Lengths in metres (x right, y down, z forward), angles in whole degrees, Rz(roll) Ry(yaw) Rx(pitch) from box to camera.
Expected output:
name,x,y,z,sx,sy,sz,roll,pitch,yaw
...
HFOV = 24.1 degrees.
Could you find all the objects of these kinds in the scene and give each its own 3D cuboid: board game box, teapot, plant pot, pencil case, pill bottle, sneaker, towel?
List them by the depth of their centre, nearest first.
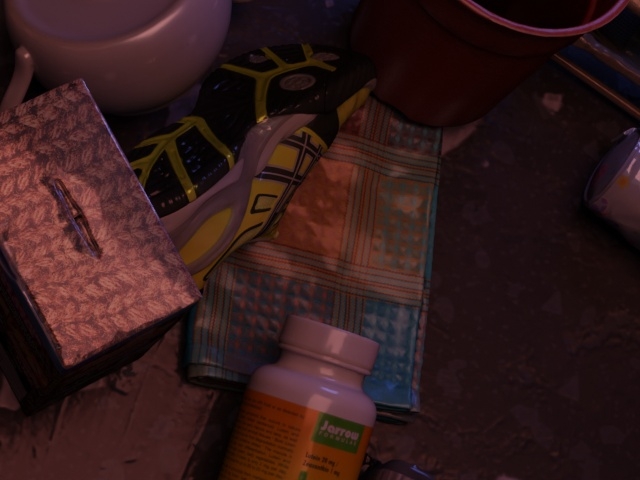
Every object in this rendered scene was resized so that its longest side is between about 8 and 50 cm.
name,x,y,z,sx,sy,sz,roll,pitch,yaw
board game box,-0.257,0.017,1.437,0.141,0.291,0.232,-27,86,-22
pill bottle,-0.023,0.206,1.517,0.136,0.136,0.246,19,85,-12
teapot,-0.206,-0.219,1.585,0.256,0.187,0.253,-4,55,8
sneaker,-0.076,-0.087,1.588,0.384,0.145,0.147,-40,135,-37
plant pot,0.167,-0.273,1.653,0.272,0.265,0.273,8,63,-17
towel,0.000,0.000,1.662,0.271,0.040,0.370,12,72,-15
pencil case,0.444,-0.017,1.769,0.273,0.113,0.124,34,78,-6

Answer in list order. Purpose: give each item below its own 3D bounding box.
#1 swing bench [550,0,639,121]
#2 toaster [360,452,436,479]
name,x,y,z,sx,sy,sz,roll,pitch,yaw
swing bench,0.419,-0.260,1.752,0.253,0.254,0.165,33,68,-7
toaster,0.103,0.327,1.558,0.227,0.129,0.146,30,71,-10
